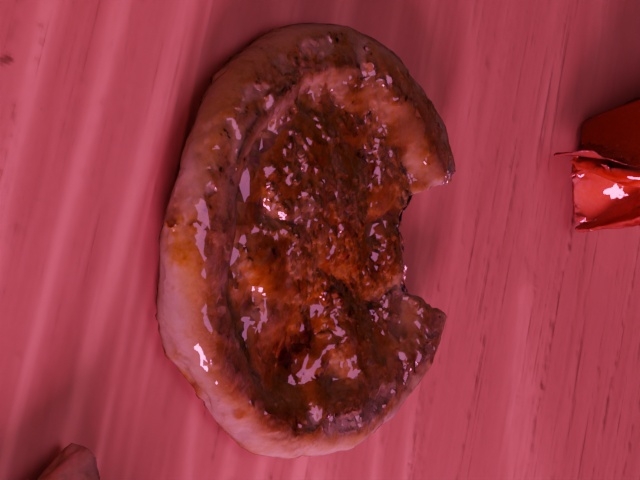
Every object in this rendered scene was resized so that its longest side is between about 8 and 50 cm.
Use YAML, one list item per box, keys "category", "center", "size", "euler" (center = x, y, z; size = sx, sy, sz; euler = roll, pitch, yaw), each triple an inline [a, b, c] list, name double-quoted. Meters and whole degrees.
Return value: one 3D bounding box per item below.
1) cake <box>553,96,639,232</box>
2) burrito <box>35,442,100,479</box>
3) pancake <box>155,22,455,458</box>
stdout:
- category: "cake"
  center: [0.278, -0.071, 1.209]
  size: [0.287, 0.135, 0.098]
  euler: [-27, 98, -57]
- category: "burrito"
  center: [-0.155, 0.163, 0.740]
  size: [0.185, 0.041, 0.045]
  euler: [-46, 167, -40]
- category: "pancake"
  center: [0.000, 0.000, 0.921]
  size: [0.253, 0.037, 0.253]
  euler: [-4, 96, -51]
